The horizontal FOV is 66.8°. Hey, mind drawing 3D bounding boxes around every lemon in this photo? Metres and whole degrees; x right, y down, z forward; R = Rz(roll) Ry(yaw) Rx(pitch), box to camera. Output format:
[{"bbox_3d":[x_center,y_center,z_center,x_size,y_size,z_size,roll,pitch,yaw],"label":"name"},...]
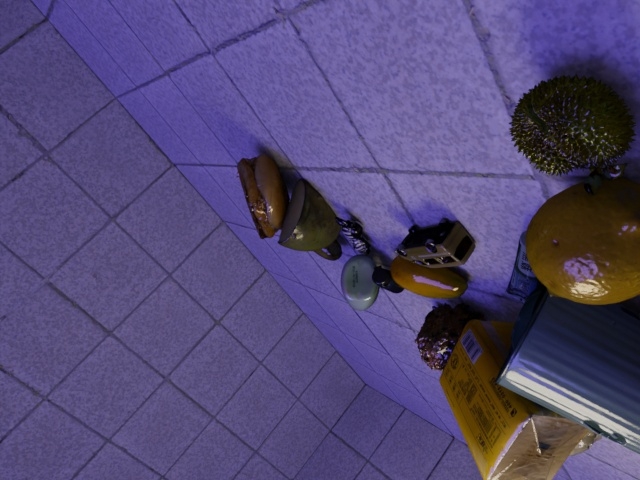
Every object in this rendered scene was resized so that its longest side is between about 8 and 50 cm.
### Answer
[{"bbox_3d":[0.501,0.001,0.870,0.228,0.228,0.253,42,157,1],"label":"lemon"}]

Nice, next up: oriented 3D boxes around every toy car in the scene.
[{"bbox_3d":[0.338,0.020,1.452,0.124,0.101,0.256,43,161,-13],"label":"toy car"}]

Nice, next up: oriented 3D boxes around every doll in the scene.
[{"bbox_3d":[0.132,-0.021,1.838,0.091,0.067,0.219,22,158,41],"label":"doll"}]

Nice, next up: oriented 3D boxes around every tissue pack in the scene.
[{"bbox_3d":[0.532,0.454,1.388,0.228,0.294,0.382,12,-154,-13],"label":"tissue pack"}]

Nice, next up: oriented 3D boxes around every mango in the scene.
[{"bbox_3d":[0.355,0.122,1.634,0.316,0.119,0.177,16,150,43],"label":"mango"}]

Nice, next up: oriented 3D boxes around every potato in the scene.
[{"bbox_3d":[0.000,0.000,2.077,0.251,0.113,0.149,30,166,30],"label":"potato"},{"bbox_3d":[-0.006,-0.072,1.895,0.255,0.270,0.112,22,173,-36],"label":"potato"}]

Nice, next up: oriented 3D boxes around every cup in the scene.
[{"bbox_3d":[0.660,0.271,1.152,0.392,0.400,0.310,29,122,23],"label":"cup"}]

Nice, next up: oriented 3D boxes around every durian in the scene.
[{"bbox_3d":[0.410,-0.188,0.782,0.198,0.146,0.159,23,154,16],"label":"durian"}]

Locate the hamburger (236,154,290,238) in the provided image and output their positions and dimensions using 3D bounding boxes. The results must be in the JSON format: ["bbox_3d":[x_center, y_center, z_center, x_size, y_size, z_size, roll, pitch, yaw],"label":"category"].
[{"bbox_3d":[-0.220,-0.171,1.916,0.305,0.174,0.284,66,-169,-56],"label":"hamburger"}]

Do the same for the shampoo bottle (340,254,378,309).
[{"bbox_3d":[0.170,0.184,2.001,0.151,0.222,0.349,-1,167,7],"label":"shampoo bottle"}]

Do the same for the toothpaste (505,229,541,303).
[{"bbox_3d":[0.530,0.075,1.243,0.098,0.061,0.392,28,159,30],"label":"toothpaste"}]

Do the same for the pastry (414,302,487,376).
[{"bbox_3d":[0.449,0.326,1.666,0.193,0.275,0.274,38,167,-35],"label":"pastry"}]

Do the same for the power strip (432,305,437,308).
[{"bbox_3d":[0.539,0.385,1.873,0.251,0.092,0.257,25,159,34],"label":"power strip"}]

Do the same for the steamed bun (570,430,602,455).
[{"bbox_3d":[0.765,0.498,1.501,0.289,0.203,0.276,68,164,-14],"label":"steamed bun"}]

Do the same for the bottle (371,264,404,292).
[{"bbox_3d":[0.256,0.153,1.819,0.244,0.072,0.082,30,-136,-62],"label":"bottle"}]
